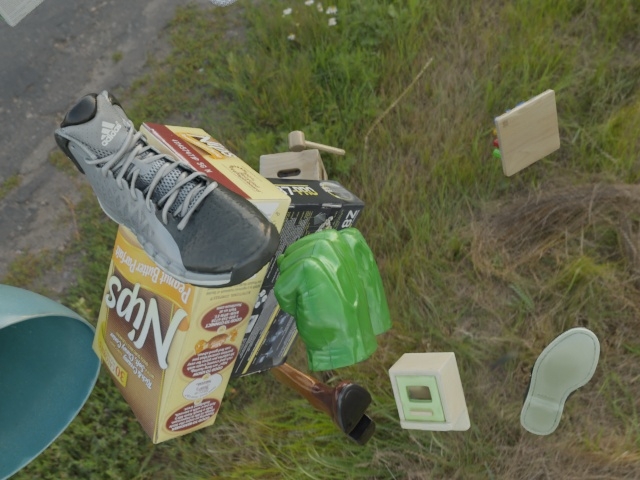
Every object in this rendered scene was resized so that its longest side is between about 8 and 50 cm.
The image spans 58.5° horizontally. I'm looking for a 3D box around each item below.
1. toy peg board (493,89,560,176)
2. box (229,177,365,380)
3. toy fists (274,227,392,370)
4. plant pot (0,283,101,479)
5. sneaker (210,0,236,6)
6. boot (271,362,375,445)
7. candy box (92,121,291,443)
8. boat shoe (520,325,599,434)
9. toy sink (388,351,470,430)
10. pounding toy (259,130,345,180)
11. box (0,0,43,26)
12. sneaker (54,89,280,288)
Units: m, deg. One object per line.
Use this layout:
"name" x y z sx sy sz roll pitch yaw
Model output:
"toy peg board" 0.489 -0.271 1.404 0.161 0.160 0.079 -29 35 -8
"box" -0.122 0.079 0.992 0.097 0.318 0.394 42 119 33
"toy fists" 0.018 0.059 0.697 0.096 0.279 0.142 -14 88 15
"plant pot" -0.475 0.168 0.756 0.196 0.290 0.290 32 71 22
"sneaker" -0.158 -0.611 1.198 0.268 0.101 0.153 -47 33 3
"boot" -0.010 0.328 1.309 0.281 0.264 0.096 30 73 31
"candy box" -0.163 0.048 0.660 0.183 0.088 0.316 39 119 37
"boat shoe" 0.593 0.331 1.428 0.127 0.339 0.113 15 31 17
"toy sink" 0.301 0.442 1.578 0.153 0.131 0.234 -8 100 33
"pounding toy" -0.035 -0.138 1.204 0.181 0.206 0.094 -5 68 9
"box" -0.519 -0.431 0.933 0.101 0.087 0.102 38 76 11
"sneaker" -0.140 -0.049 0.448 0.229 0.132 0.086 23 64 36
